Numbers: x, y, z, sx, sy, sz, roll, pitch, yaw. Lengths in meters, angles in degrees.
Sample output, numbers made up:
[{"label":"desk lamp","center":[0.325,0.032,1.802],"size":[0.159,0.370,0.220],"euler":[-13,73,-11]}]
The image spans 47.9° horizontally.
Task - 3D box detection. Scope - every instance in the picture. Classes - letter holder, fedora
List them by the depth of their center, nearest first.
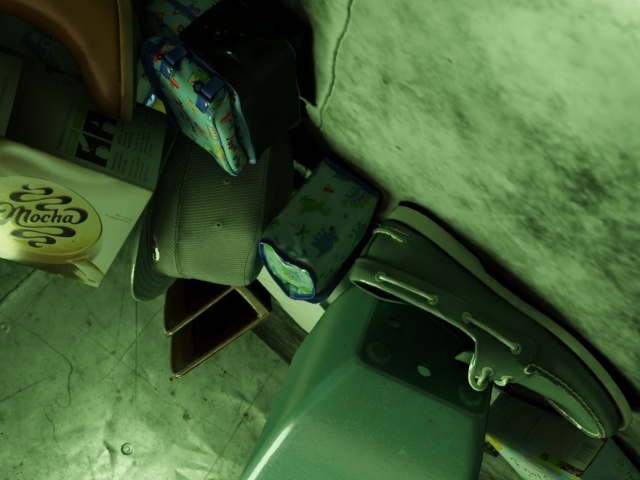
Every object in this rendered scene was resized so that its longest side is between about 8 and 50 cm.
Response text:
[{"label":"fedora","center":[-0.108,-0.044,0.834],"size":[0.124,0.275,0.244],"euler":[16,-174,9]},{"label":"letter holder","center":[-0.220,0.067,1.253],"size":[0.152,0.214,0.302],"euler":[49,-170,-22]}]

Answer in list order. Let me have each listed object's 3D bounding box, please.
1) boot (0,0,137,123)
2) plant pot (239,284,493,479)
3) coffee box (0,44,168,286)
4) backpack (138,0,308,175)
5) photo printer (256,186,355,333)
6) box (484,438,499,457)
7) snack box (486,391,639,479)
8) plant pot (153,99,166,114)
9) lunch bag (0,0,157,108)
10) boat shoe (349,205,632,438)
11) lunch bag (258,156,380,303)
[{"label":"boot","center":[-0.275,-0.218,0.593],"size":[0.109,0.220,0.283],"euler":[-123,22,-60]},{"label":"plant pot","center":[0.085,0.189,0.857],"size":[0.248,0.247,0.252],"euler":[25,131,1]},{"label":"coffee box","center":[-0.317,-0.086,0.671],"size":[0.297,0.118,0.168],"euler":[21,134,-24]},{"label":"backpack","center":[-0.106,-0.169,0.676],"size":[0.173,0.117,0.158],"euler":[43,165,15]},{"label":"photo printer","center":[-0.034,0.031,1.067],"size":[0.307,0.107,0.256],"euler":[50,165,-24]},{"label":"box","center":[0.256,0.296,1.156],"size":[0.083,0.052,0.062],"euler":[47,166,-9]},{"label":"snack box","center":[0.325,0.298,0.935],"size":[0.174,0.070,0.207],"euler":[48,164,-19]},{"label":"plant pot","center":[-0.341,-0.151,1.221],"size":[0.212,0.187,0.212],"euler":[34,162,33]},{"label":"lunch bag","center":[-0.394,-0.198,0.884],"size":[0.328,0.239,0.385],"euler":[43,127,1]},{"label":"boat shoe","center":[0.167,0.102,0.738],"size":[0.319,0.099,0.116],"euler":[42,166,6]},{"label":"lunch bag","center":[0.000,0.000,0.832],"size":[0.096,0.128,0.151],"euler":[36,163,8]}]
